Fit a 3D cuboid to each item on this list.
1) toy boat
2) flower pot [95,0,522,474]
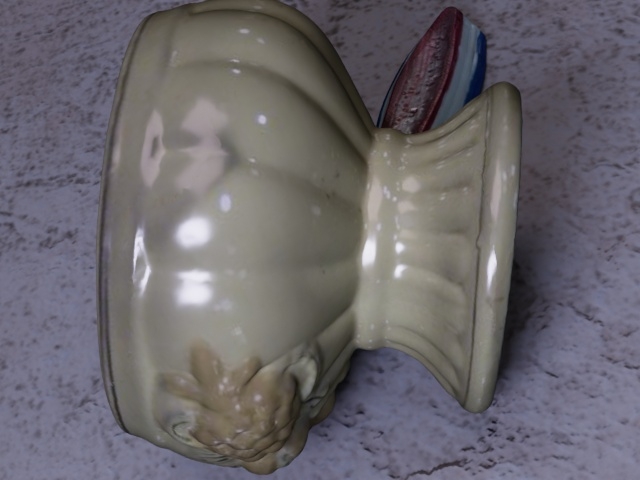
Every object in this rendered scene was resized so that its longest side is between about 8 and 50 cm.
[{"bbox_3d":[0.079,-0.100,1.122,0.080,0.046,0.229,8,52,21],"label":"toy boat"},{"bbox_3d":[0.000,0.000,0.907,0.244,0.307,0.307,3,50,5],"label":"flower pot"}]
